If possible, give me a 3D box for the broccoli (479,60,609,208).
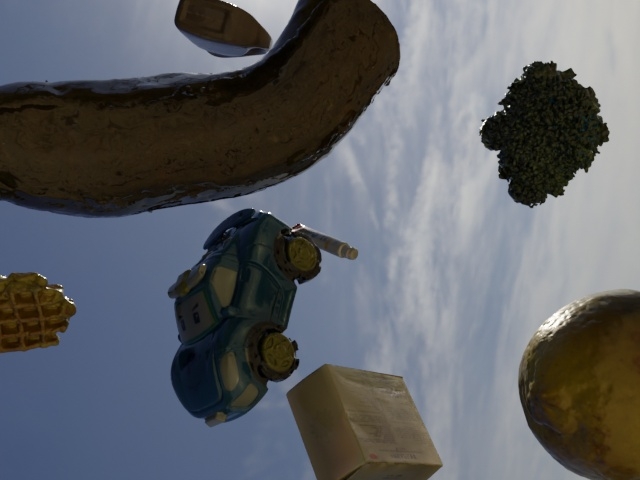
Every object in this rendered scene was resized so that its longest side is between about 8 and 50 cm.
[{"bbox_3d":[0.265,-0.124,0.934,0.160,0.154,0.167,79,168,-69],"label":"broccoli"}]

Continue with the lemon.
[{"bbox_3d":[0.271,0.131,0.702,0.207,0.170,0.170,-18,-64,-35],"label":"lemon"}]

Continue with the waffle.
[{"bbox_3d":[-0.541,0.125,1.368,0.055,0.210,0.160,-108,18,-49],"label":"waffle"}]

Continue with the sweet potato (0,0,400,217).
[{"bbox_3d":[-0.090,-0.073,0.437,0.085,0.285,0.112,-135,36,-67],"label":"sweet potato"}]

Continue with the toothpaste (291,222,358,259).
[{"bbox_3d":[0.000,0.000,1.501,0.048,0.190,0.031,-31,-55,-32],"label":"toothpaste"}]

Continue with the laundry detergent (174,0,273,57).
[{"bbox_3d":[-0.170,-0.386,1.469,0.237,0.171,0.076,3,-76,-84],"label":"laundry detergent"}]

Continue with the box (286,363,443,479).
[{"bbox_3d":[0.070,0.292,1.186,0.212,0.095,0.168,20,-145,-47],"label":"box"}]

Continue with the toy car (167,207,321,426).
[{"bbox_3d":[-0.130,0.100,1.090,0.166,0.198,0.314,31,-128,-24],"label":"toy car"}]
